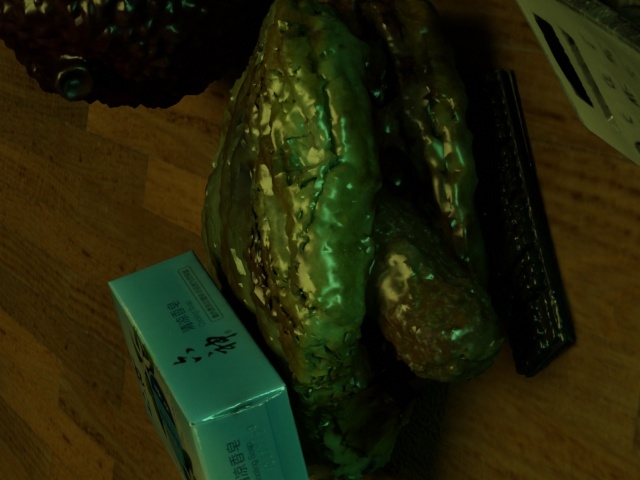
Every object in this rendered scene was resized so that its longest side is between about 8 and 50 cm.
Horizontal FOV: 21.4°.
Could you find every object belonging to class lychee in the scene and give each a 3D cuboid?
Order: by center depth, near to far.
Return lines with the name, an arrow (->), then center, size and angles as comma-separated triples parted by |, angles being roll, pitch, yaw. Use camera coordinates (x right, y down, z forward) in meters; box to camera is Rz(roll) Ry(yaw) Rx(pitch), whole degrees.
lychee -> -0.200, -0.274, 1.692 | 0.306, 0.306, 0.330 | -30, 37, 60

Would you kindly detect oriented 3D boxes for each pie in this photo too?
pie -> -0.009, -0.004, 1.394 | 0.418, 0.180, 0.395 | 131, 133, -62

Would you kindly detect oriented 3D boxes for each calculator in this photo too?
calculator -> 0.197, -0.083, 1.034 | 0.021, 0.161, 0.261 | -37, 34, -3

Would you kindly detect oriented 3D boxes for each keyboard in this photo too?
keyboard -> 0.139, -0.015, 1.259 | 0.072, 0.023, 0.231 | 129, 137, -54

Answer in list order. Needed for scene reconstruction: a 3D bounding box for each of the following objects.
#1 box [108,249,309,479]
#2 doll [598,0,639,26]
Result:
box -> -0.087, 0.127, 1.345 | 0.232, 0.083, 0.142 | -132, 24, -54
doll -> 0.195, -0.243, 1.068 | 0.115, 0.105, 0.221 | -79, -14, -87
